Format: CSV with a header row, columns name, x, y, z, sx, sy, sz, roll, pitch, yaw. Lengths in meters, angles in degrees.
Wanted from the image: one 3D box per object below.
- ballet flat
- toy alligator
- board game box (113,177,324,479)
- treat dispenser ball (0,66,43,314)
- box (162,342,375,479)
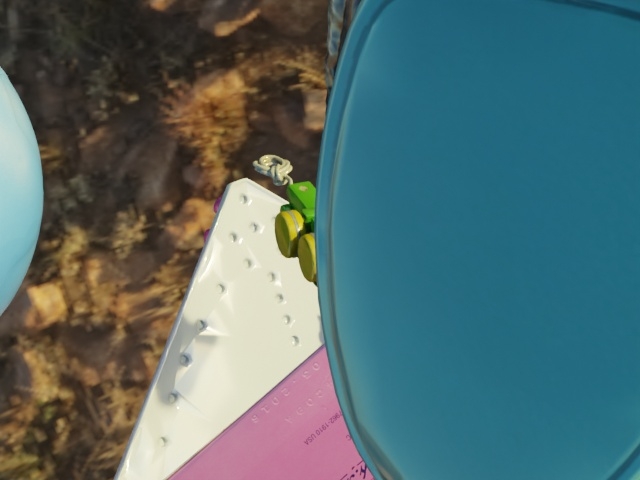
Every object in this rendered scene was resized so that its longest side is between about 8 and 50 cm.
name,x,y,z,sx,sy,sz,roll,pitch,yaw
ballet flat,0.086,-0.110,0.356,0.164,0.182,0.482,21,139,27
toy alligator,0.000,0.000,0.809,0.190,0.056,0.051,-136,41,-58
board game box,-0.007,0.193,1.346,0.050,0.390,0.390,-12,54,55
treat dispenser ball,-0.339,-0.034,0.912,0.288,0.288,0.288,6,104,27
box,0.012,0.201,0.826,0.213,0.243,0.117,-40,55,-2
